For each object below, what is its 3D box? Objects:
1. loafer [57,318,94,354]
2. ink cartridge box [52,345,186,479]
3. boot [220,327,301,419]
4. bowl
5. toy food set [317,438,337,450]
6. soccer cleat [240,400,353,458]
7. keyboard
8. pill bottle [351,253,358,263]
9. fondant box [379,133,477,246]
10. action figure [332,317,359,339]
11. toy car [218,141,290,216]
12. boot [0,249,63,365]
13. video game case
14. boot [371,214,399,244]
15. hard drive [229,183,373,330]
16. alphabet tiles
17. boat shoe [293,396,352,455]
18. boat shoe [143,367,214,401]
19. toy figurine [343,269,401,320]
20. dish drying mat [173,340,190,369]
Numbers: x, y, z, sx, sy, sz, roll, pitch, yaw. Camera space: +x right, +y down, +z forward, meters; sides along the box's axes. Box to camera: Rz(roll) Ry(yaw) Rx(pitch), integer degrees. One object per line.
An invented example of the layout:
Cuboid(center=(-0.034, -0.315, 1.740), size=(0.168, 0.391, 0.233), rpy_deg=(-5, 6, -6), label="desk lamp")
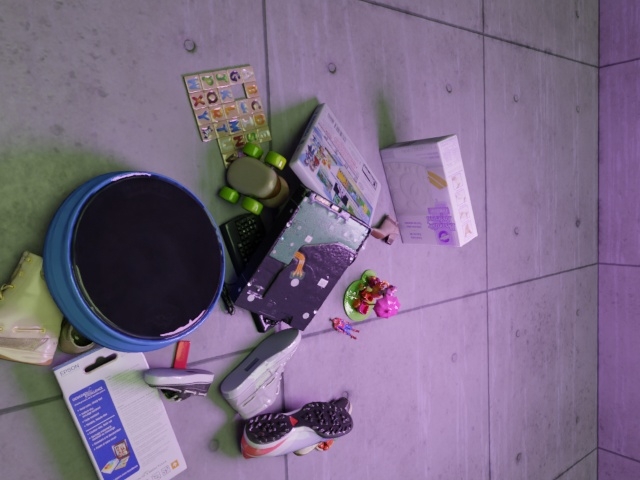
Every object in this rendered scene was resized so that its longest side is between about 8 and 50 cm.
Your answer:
Cuboid(center=(-0.456, 0.121, 1.070), size=(0.102, 0.092, 0.269), rpy_deg=(33, 72, -35), label="loafer")
Cuboid(center=(-0.439, 0.396, 1.115), size=(0.175, 0.069, 0.371), rpy_deg=(-25, 110, -34), label="ink cartridge box")
Cuboid(center=(-0.138, 0.355, 1.345), size=(0.258, 0.095, 0.124), rpy_deg=(-38, 120, -22), label="boot")
Cuboid(center=(-0.368, 0.038, 1.071), size=(0.391, 0.077, 0.392), rpy_deg=(17, 67, -46), label="bowl")
Cuboid(center=(0.015, 0.589, 1.511), size=(0.082, 0.020, 0.083), rpy_deg=(-46, 118, -28), label="toy food set")
Cuboid(center=(-0.063, 0.520, 1.368), size=(0.318, 0.109, 0.117), rpy_deg=(0, 130, -28), label="soccer cleat")
Cuboid(center=(-0.190, 0.097, 1.320), size=(0.201, 0.033, 0.318), rpy_deg=(-29, 109, -33), label="keyboard")
Cuboid(center=(0.000, 0.000, 1.406), size=(0.219, 0.122, 0.123), rpy_deg=(25, 77, -37), label="pill bottle")
Cuboid(center=(0.339, -0.151, 1.593), size=(0.096, 0.238, 0.331), rpy_deg=(-29, 109, -34), label="fondant box")
Cuboid(center=(0.075, 0.265, 1.540), size=(0.115, 0.030, 0.038), rpy_deg=(35, 76, -32), label="action figure")
Cuboid(center=(-0.141, -0.136, 1.308), size=(0.155, 0.148, 0.188), rpy_deg=(-63, 152, -3), label="toy car")
Cuboid(center=(-0.609, 0.110, 0.949), size=(0.261, 0.095, 0.204), rpy_deg=(25, 74, -32), label="boot")
Cuboid(center=(0.056, -0.181, 1.423), size=(0.329, 0.036, 0.300), rpy_deg=(51, 38, -29), label="video game case")
Cuboid(center=(0.208, -0.043, 1.625), size=(0.118, 0.042, 0.087), rpy_deg=(33, 66, -36), label="boot")
Cuboid(center=(-0.048, 0.052, 1.288), size=(0.236, 0.064, 0.339), rpy_deg=(27, 102, -35), label="hard drive")
Cuboid(center=(-0.225, -0.312, 1.285), size=(0.198, 0.009, 0.238), rpy_deg=(-24, 106, -35), label="alphabet tiles")
Cuboid(center=(0.001, 0.525, 1.460), size=(0.223, 0.080, 0.074), rpy_deg=(-33, 117, -27), label="boat shoe")
Cuboid(center=(-0.322, 0.335, 1.157), size=(0.219, 0.077, 0.070), rpy_deg=(31, 70, -61), label="boat shoe")
Cuboid(center=(0.180, 0.174, 1.533), size=(0.130, 0.159, 0.173), rpy_deg=(43, 66, -32), label="toy figurine")
Cuboid(center=(-0.339, 0.286, 1.225), size=(0.032, 0.008, 0.083), rpy_deg=(13, 85, -37), label="dish drying mat")
